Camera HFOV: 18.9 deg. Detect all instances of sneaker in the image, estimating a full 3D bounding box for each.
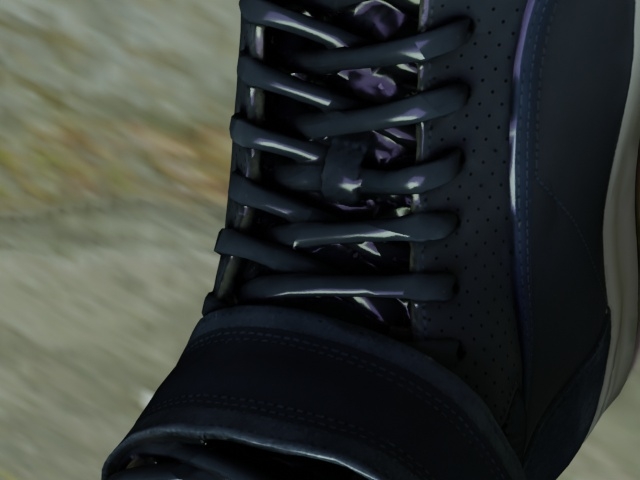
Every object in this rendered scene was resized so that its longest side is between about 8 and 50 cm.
[{"bbox_3d":[0.002,0.001,0.363,0.086,0.163,0.226,12,132,30],"label":"sneaker"}]
